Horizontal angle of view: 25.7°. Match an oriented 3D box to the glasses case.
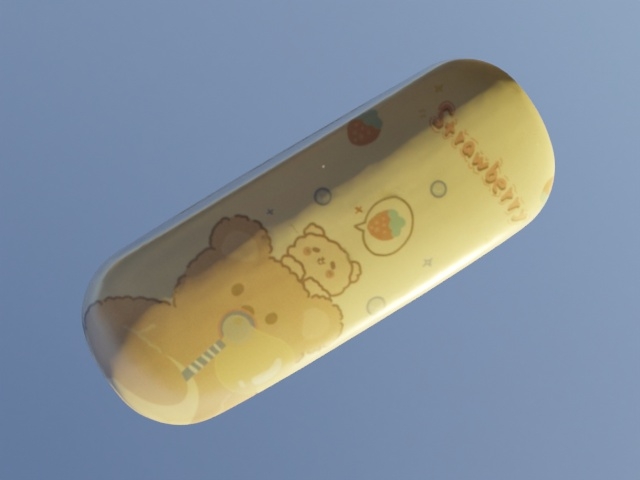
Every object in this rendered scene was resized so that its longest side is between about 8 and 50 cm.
[{"bbox_3d":[0.000,0.000,0.566,0.081,0.204,0.051,58,175,-9],"label":"glasses case"}]
